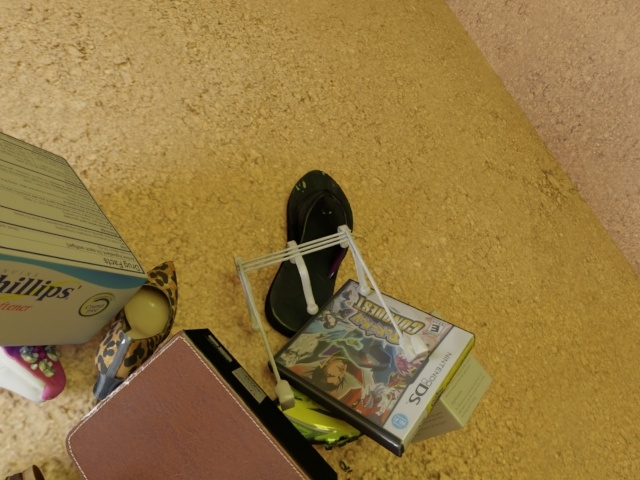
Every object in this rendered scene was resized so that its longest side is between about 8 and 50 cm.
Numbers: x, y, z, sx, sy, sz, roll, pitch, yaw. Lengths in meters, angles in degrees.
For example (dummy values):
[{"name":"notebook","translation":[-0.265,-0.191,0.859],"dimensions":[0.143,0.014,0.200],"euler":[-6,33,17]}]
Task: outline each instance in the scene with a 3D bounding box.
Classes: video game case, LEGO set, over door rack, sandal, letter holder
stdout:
[{"name":"video game case","translation":[0.089,0.199,0.824],"dimensions":[0.275,0.035,0.248],"euler":[23,50,34]},{"name":"LEGO set","translation":[0.028,0.422,0.807],"dimensions":[0.054,0.023,0.083],"euler":[56,34,10]},{"name":"over door rack","translation":[-0.002,0.127,0.823],"dimensions":[0.240,0.108,0.324],"euler":[-18,46,-12]},{"name":"sandal","translation":[0.002,0.002,1.025],"dimensions":[0.168,0.107,0.445],"euler":[24,50,-17]},{"name":"letter holder","translation":[-0.152,0.303,0.638],"dimensions":[0.214,0.152,0.302],"euler":[-43,83,-7]}]

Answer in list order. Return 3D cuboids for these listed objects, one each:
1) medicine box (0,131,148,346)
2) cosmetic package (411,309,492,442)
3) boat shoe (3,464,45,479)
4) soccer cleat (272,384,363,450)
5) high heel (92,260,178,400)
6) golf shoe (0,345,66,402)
[{"name":"medicine box","translation":[-0.423,-0.017,0.608],"dimensions":[0.289,0.149,0.263],"euler":[47,6,21]},{"name":"cosmetic package","translation":[0.206,0.270,0.938],"dimensions":[0.151,0.151,0.183],"euler":[-30,79,-44]},{"name":"boat shoe","translation":[-0.339,0.380,0.558],"dimensions":[0.073,0.073,0.207],"euler":[-27,66,-29]},{"name":"soccer cleat","translation":[-0.013,0.301,0.813],"dimensions":[0.290,0.093,0.121],"euler":[4,55,-31]},{"name":"high heel","translation":[-0.262,0.103,0.722],"dimensions":[0.093,0.186,0.261],"euler":[26,48,-14]},{"name":"golf shoe","translation":[-0.492,0.130,0.625],"dimensions":[0.140,0.115,0.306],"euler":[-46,105,-7]}]
